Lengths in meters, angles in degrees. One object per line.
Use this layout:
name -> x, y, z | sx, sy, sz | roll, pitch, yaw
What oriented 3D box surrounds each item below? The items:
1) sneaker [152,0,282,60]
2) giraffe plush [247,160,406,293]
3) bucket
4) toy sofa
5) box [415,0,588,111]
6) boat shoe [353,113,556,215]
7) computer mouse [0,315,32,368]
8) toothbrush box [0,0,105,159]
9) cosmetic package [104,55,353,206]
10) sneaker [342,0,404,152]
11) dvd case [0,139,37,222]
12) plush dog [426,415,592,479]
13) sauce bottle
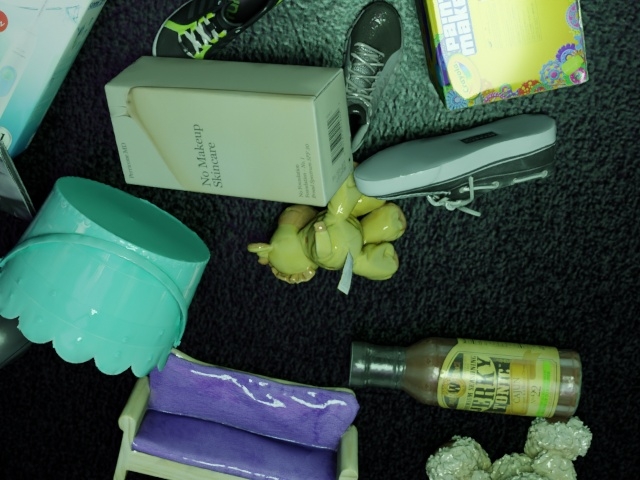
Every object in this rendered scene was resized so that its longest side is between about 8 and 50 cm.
sneaker -> -0.144, -0.311, 1.466 | 0.235, 0.097, 0.084 | -37, 102, 12
giraffe plush -> 0.000, 0.000, 1.537 | 0.170, 0.210, 0.181 | -10, 126, 40
bucket -> -0.302, 0.046, 1.498 | 0.281, 0.281, 0.183 | 27, 102, -6
toy sofa -> -0.122, 0.301, 1.624 | 0.363, 0.150, 0.177 | 14, 108, -2
box -> 0.207, -0.343, 1.351 | 0.177, 0.279, 0.290 | -12, 105, 5
boat shoe -> 0.194, -0.093, 1.493 | 0.306, 0.113, 0.105 | -19, 118, -21
computer mouse -> -0.554, 0.225, 1.662 | 0.262, 0.060, 0.184 | -24, 104, 9
toothbrush box -> -0.453, -0.288, 1.469 | 0.216, 0.126, 0.295 | 31, 104, -8
cosmetic package -> -0.121, -0.152, 1.437 | 0.309, 0.113, 0.160 | 6, 124, 22
sneaker -> 0.062, -0.214, 1.471 | 0.086, 0.132, 0.228 | 16, 107, -3
dvd case -> -0.491, -0.106, 1.482 | 0.164, 0.221, 0.018 | 22, 65, 9
plush dog -> 0.306, 0.407, 1.602 | 0.262, 0.225, 0.210 | -14, 106, 6
sauce bottle -> 0.215, 0.203, 1.605 | 0.344, 0.111, 0.111 | 4, 107, 1
